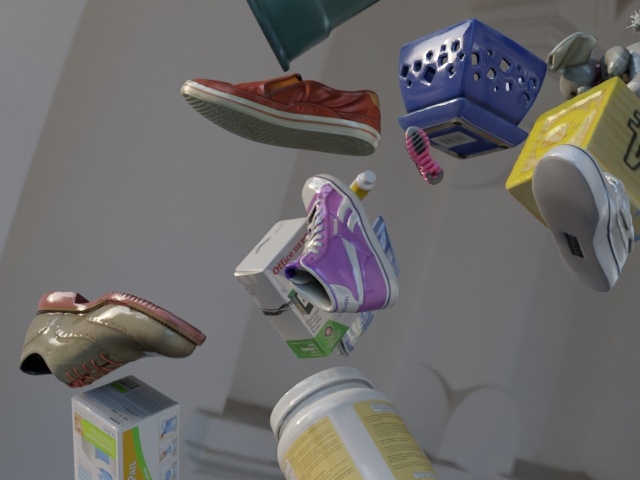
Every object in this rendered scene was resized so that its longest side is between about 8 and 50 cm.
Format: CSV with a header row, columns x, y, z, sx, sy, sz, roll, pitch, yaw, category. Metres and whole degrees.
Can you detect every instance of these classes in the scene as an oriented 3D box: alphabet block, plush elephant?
x,y,z,sx,sy,sz,roll,pitch,yaw,category
0.462,-0.117,1.567,0.197,0.193,0.192,40,-34,-15,alphabet block
0.666,-0.359,2.180,0.255,0.329,0.272,-20,-30,35,plush elephant

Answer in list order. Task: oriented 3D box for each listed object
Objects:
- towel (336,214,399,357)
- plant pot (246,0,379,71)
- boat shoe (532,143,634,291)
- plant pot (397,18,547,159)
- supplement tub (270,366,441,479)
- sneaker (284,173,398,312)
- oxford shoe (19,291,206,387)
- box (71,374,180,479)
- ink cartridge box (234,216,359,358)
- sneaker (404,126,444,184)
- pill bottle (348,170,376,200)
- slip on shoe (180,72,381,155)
x,y,z,sx,sy,sz,roll,pitch,yaw,category
0.094,0.107,2.196,0.034,0.285,0.209,13,-39,31,towel
0.021,-0.465,1.339,0.334,0.341,0.341,-25,-12,3,plant pot
0.318,-0.040,1.111,0.095,0.084,0.258,31,-18,34,boat shoe
0.311,-0.306,2.008,0.236,0.212,0.236,20,-17,-33,plant pot
0.068,0.414,1.669,0.241,0.241,0.331,23,26,-47,supplement tub
0.000,0.000,1.534,0.161,0.102,0.282,-7,49,-29,sneaker
-0.290,0.150,1.286,0.348,0.130,0.123,-4,-35,46,oxford shoe
-0.268,0.310,1.304,0.114,0.203,0.103,22,27,39,box
-0.033,0.088,1.763,0.093,0.160,0.219,-9,-56,48,ink cartridge box
0.185,-0.159,1.754,0.119,0.047,0.057,63,-7,-18,sneaker
0.094,-0.123,2.104,0.043,0.043,0.083,18,-31,-14,pill bottle
-0.060,-0.214,1.493,0.332,0.101,0.123,11,-17,13,slip on shoe
